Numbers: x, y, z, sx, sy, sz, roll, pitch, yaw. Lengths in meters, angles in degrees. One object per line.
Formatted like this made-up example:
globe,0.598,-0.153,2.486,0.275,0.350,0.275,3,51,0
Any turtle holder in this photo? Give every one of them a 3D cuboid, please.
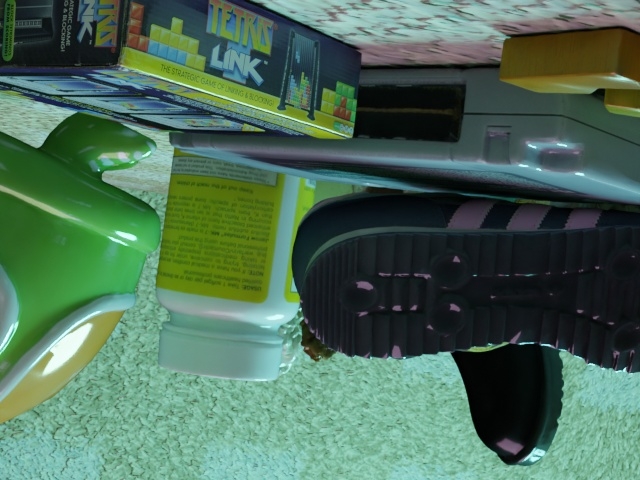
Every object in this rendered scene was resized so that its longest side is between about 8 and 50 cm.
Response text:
turtle holder,-0.267,-0.010,0.660,0.320,0.227,0.243,26,176,-32

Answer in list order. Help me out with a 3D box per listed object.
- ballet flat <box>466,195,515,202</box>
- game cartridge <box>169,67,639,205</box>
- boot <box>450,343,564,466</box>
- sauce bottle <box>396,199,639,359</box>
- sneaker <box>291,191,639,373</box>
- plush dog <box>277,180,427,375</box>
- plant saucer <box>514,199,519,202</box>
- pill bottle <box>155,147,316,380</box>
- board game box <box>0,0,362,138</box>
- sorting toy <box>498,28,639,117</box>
ballet flat,0.169,-0.032,1.176,0.231,0.077,0.077,4,-167,40
game cartridge,0.063,-0.062,0.681,0.297,0.062,0.198,7,-177,40
boot,0.126,0.090,1.275,0.260,0.348,0.131,5,153,-22
sauce bottle,0.155,0.035,0.949,0.111,0.111,0.344,8,159,-25
sneaker,0.137,0.011,0.728,0.319,0.112,0.131,6,-157,-12
plush dog,0.000,0.000,1.091,0.225,0.262,0.210,23,-159,-49
plant saucer,0.278,-0.036,0.990,0.199,0.037,0.200,7,180,0
pill bottle,-0.069,0.003,0.886,0.119,0.209,0.119,8,179,0
board game box,-0.084,-0.087,0.520,0.141,0.048,0.170,5,178,33
sorting toy,0.233,-0.048,0.410,0.229,0.041,0.307,9,179,-41
